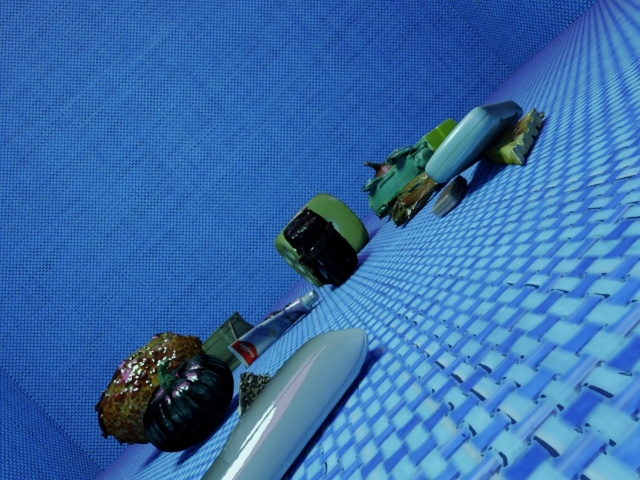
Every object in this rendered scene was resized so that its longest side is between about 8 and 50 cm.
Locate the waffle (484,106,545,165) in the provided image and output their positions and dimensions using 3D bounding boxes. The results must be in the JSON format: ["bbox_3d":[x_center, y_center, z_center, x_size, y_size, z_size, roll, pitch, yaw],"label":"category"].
[{"bbox_3d":[0.317,-0.161,0.637,0.125,0.032,0.191,-42,3,12],"label":"waffle"}]

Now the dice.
[{"bbox_3d":[0.000,0.000,1.422,0.238,0.227,0.233,-46,-1,-17],"label":"dice"}]

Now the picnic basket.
[{"bbox_3d":[-0.332,0.376,1.515,0.165,0.139,0.266,-44,1,5],"label":"picnic basket"}]

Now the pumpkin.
[{"bbox_3d":[-0.252,0.310,0.818,0.194,0.150,0.194,-163,90,-74],"label":"pumpkin"}]

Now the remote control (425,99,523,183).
[{"bbox_3d":[0.278,-0.181,0.762,0.296,0.056,0.140,-29,-22,-52],"label":"remote control"}]

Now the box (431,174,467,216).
[{"bbox_3d":[0.229,-0.079,0.750,0.048,0.025,0.115,-50,-3,37],"label":"box"}]

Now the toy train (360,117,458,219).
[{"bbox_3d":[0.279,-0.207,1.349,0.237,0.150,0.369,-35,-3,-25],"label":"toy train"}]

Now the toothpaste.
[{"bbox_3d":[-0.120,0.227,1.114,0.301,0.075,0.048,-41,24,18],"label":"toothpaste"}]

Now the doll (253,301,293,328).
[{"bbox_3d":[-0.142,0.256,1.390,0.165,0.057,0.139,-39,-5,-25],"label":"doll"}]

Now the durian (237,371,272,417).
[{"bbox_3d":[-0.106,0.247,0.693,0.130,0.052,0.066,96,-178,-86],"label":"durian"}]

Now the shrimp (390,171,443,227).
[{"bbox_3d":[0.244,-0.116,1.058,0.267,0.061,0.145,-42,8,-38],"label":"shrimp"}]

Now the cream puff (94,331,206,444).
[{"bbox_3d":[-0.439,0.421,1.202,0.350,0.229,0.350,-59,-14,-24],"label":"cream puff"}]

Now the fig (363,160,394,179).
[{"bbox_3d":[0.264,-0.245,1.603,0.175,0.207,0.175,-54,-4,-6],"label":"fig"}]

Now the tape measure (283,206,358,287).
[{"bbox_3d":[0.000,0.017,1.094,0.135,0.202,0.223,-43,15,-4],"label":"tape measure"}]

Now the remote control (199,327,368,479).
[{"bbox_3d":[-0.071,0.194,0.373,0.313,0.055,0.109,-45,1,-32],"label":"remote control"}]
